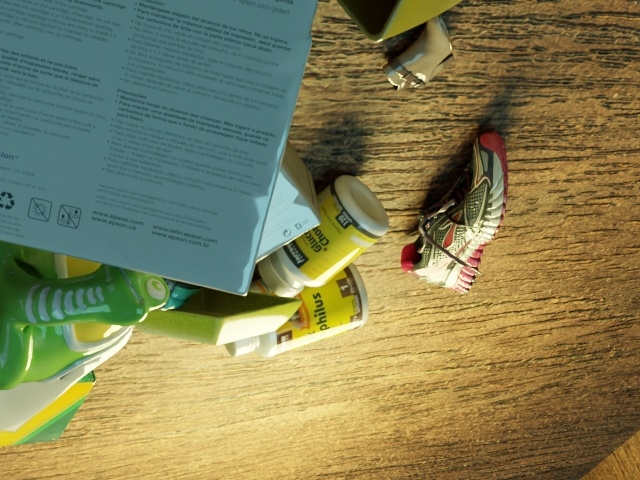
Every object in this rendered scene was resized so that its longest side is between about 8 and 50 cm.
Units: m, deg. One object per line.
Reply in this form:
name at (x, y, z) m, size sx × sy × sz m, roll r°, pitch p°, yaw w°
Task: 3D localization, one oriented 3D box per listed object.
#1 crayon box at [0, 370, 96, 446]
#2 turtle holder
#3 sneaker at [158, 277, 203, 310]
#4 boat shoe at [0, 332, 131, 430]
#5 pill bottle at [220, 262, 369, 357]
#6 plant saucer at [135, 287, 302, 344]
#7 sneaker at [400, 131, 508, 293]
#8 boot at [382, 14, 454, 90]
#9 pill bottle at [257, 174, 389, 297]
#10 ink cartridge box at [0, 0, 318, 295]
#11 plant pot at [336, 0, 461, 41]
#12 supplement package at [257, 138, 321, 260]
crayon box at (-0.480, 0.219, 1.513) m, size 0.278 × 0.081 × 0.165 m, roll 2°, pitch 140°, yaw -38°
turtle holder at (-0.299, 0.027, 1.172) m, size 0.227 × 0.243 × 0.320 m, roll -8°, pitch 160°, yaw -32°
sneaker at (-0.201, -0.007, 1.340) m, size 0.178 × 0.124 × 0.295 m, roll -39°, pitch 150°, yaw 4°
boat shoe at (-0.378, 0.162, 1.441) m, size 0.258 × 0.084 × 0.095 m, roll -31°, pitch 138°, yaw -26°
pill bottle at (-0.044, 0.104, 1.614) m, size 0.215 × 0.117 × 0.117 m, roll -17°, pitch 149°, yaw -19°
plant saucer at (-0.150, 0.103, 1.463) m, size 0.188 × 0.045 × 0.188 m, roll 5°, pitch -172°, yaw 34°
sneaker at (0.204, -0.035, 1.601) m, size 0.112 × 0.121 × 0.299 m, roll 13°, pitch 133°, yaw -4°
boot at (0.116, -0.226, 1.307) m, size 0.087 × 0.042 × 0.118 m, roll -25°, pitch 149°, yaw 4°
pill bottle at (0.000, 0.000, 1.506) m, size 0.184 × 0.103 × 0.103 m, roll -41°, pitch 146°, yaw 24°
ink cartridge box at (-0.185, -0.140, 0.984) m, size 0.324 × 0.071 × 0.330 m, roll 14°, pitch 105°, yaw -5°
plant pot at (0.099, -0.338, 0.980) m, size 0.187 × 0.212 × 0.212 m, roll -18°, pitch 152°, yaw -39°
supplement package at (-0.123, -0.104, 1.120) m, size 0.133 × 0.139 × 0.244 m, roll -31°, pitch 114°, yaw 9°
